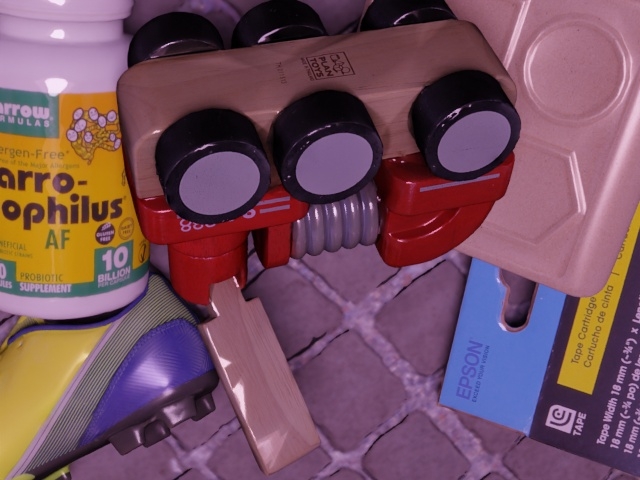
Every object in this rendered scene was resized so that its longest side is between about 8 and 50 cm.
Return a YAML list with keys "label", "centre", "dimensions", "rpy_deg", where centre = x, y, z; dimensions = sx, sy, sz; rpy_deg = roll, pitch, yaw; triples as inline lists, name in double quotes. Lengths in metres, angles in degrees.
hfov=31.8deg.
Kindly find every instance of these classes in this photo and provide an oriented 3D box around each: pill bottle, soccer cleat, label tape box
- label: "pill bottle"
  centre: [-0.160, -0.067, 0.690]
  dimensions: [0.117, 0.117, 0.209]
  rpy_deg: [3, 109, -8]
- label: "soccer cleat"
  centre: [-0.209, 0.117, 0.783]
  dimensions: [0.289, 0.093, 0.121]
  rpy_deg: [-25, 81, 7]
- label: "label tape box"
  centre: [0.275, 0.050, 0.776]
  dimensions: [0.333, 0.106, 0.241]
  rpy_deg: [18, 110, 19]

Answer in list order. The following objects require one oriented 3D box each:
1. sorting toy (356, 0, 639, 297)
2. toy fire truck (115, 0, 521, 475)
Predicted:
- label: "sorting toy"
  centre: [0.117, -0.084, 0.735]
  dimensions: [0.208, 0.038, 0.193]
  rpy_deg: [21, 108, 13]
- label: "toy fire truck"
  centre: [0.000, 0.000, 0.675]
  dimensions: [0.217, 0.159, 0.246]
  rpy_deg: [-11, 138, -14]
